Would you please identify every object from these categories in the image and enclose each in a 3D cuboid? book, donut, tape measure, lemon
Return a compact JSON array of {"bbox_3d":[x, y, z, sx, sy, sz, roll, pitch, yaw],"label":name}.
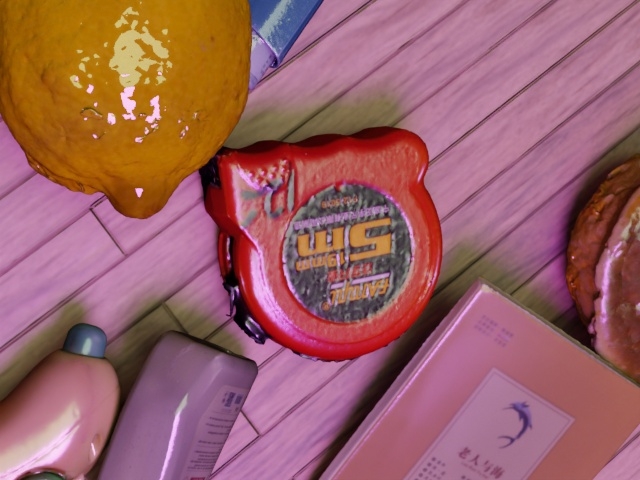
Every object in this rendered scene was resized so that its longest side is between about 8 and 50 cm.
[{"bbox_3d":[0.159,0.258,1.321,0.269,0.032,0.389,34,100,-19],"label":"book"},{"bbox_3d":[0.432,0.042,1.404,0.330,0.160,0.330,-5,107,-17],"label":"donut"},{"bbox_3d":[0.001,0.000,1.261,0.253,0.114,0.260,-10,101,-19],"label":"tape measure"},{"bbox_3d":[-0.185,-0.177,1.112,0.245,0.245,0.319,-2,84,-19],"label":"lemon"}]

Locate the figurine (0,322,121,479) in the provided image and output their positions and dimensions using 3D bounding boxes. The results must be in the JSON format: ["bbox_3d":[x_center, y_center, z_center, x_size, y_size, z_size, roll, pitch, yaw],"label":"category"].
[{"bbox_3d":[-0.352,0.179,1.146,0.325,0.124,0.222,-12,98,-14],"label":"figurine"}]

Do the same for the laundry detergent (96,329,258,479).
[{"bbox_3d":[-0.154,0.223,1.202,0.091,0.181,0.253,21,86,17],"label":"laundry detergent"}]

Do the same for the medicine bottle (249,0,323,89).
[{"bbox_3d":[-0.012,-0.267,1.253,0.124,0.079,0.258,40,81,-23],"label":"medicine bottle"}]
